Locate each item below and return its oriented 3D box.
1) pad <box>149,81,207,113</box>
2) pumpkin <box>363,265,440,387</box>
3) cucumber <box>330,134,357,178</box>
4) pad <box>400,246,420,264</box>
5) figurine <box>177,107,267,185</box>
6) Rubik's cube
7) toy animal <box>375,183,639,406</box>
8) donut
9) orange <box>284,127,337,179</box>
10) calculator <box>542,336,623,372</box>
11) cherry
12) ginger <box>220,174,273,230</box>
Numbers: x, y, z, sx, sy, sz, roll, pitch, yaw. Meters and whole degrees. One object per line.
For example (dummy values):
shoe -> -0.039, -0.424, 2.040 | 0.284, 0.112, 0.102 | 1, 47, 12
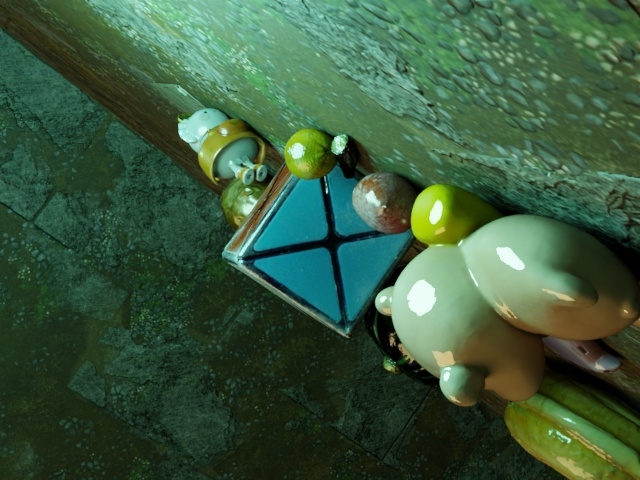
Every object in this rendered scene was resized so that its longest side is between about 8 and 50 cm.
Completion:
pad -> -0.307, -0.312, 1.999 | 0.159, 0.009, 0.265 | 38, 174, -26
pumpkin -> 0.229, 0.201, 1.905 | 0.315, 0.238, 0.315 | 40, 175, 5
cucumber -> 0.043, -0.132, 1.358 | 0.034, 0.033, 0.135 | 0, 165, 13
pad -> 0.103, 0.013, 1.847 | 0.235, 0.003, 0.158 | 1, 151, 41
figurine -> -0.209, -0.197, 1.784 | 0.271, 0.143, 0.143 | 27, 170, 44
Rubik's cube -> 0.000, 0.000, 1.576 | 0.260, 0.259, 0.255 | 33, 176, -12
toy animal -> 0.234, 0.102, 1.076 | 0.277, 0.247, 0.345 | 38, 174, -35
donut -> 0.602, 0.447, 1.889 | 0.449, 0.198, 0.449 | 36, 175, 4
orange -> -0.014, -0.138, 1.384 | 0.085, 0.085, 0.095 | 39, 166, -25
calculator -> 0.390, 0.151, 1.535 | 0.194, 0.043, 0.294 | 38, 175, -25
cherry -> 0.102, -0.060, 1.360 | 0.107, 0.090, 0.225 | 24, -178, 0
ginger -> -0.108, -0.069, 2.157 | 0.357, 0.153, 0.274 | 33, -167, 31
